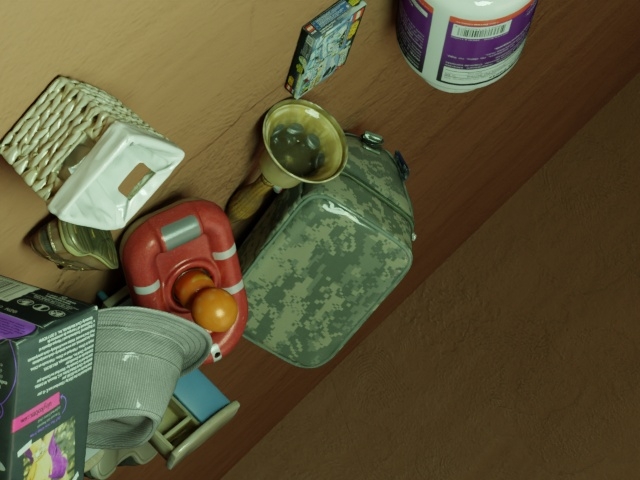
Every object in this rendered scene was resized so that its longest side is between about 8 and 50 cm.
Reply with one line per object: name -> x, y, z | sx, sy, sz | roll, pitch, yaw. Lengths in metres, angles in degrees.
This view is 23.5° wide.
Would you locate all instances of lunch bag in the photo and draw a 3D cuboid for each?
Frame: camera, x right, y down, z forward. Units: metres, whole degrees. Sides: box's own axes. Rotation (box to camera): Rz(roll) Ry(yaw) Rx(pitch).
lunch bag -> 0.000, 0.000, 2.347 | 0.305, 0.212, 0.256 | -52, -161, 28

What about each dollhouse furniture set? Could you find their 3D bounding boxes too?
dollhouse furniture set -> -0.232, 0.173, 2.135 | 0.286, 0.198, 0.303 | -38, 165, -35

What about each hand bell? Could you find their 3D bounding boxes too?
hand bell -> -0.072, -0.082, 2.133 | 0.126, 0.126, 0.242 | -36, 176, -38

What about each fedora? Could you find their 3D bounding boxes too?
fedora -> -0.272, 0.188, 1.930 | 0.275, 0.124, 0.243 | -16, 152, 29

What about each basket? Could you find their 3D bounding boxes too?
basket -> -0.228, -0.087, 1.540 | 0.113, 0.103, 0.167 | -48, 168, 7

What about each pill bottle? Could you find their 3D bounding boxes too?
pill bottle -> 0.192, -0.315, 2.033 | 0.181, 0.181, 0.323 | -43, 168, -13

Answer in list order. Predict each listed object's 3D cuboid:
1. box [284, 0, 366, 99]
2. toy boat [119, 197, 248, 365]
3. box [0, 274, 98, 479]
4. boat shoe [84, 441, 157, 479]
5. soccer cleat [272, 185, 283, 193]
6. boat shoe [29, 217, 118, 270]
box -> 0.005, -0.249, 1.978 | 0.094, 0.027, 0.137 | -38, 166, -28
toy boat -> -0.157, 0.069, 1.978 | 0.151, 0.151, 0.231 | -26, 131, -18
box -> -0.350, 0.190, 1.640 | 0.143, 0.165, 0.270 | -24, 127, -59
boat shoe -> -0.346, 0.319, 2.522 | 0.335, 0.095, 0.112 | -7, 104, -76
soccer cleat -> -0.069, -0.091, 2.240 | 0.035, 0.029, 0.083 | -32, 161, -19
boat shoe -> -0.282, 0.004, 1.777 | 0.060, 0.064, 0.178 | -17, 169, 9
